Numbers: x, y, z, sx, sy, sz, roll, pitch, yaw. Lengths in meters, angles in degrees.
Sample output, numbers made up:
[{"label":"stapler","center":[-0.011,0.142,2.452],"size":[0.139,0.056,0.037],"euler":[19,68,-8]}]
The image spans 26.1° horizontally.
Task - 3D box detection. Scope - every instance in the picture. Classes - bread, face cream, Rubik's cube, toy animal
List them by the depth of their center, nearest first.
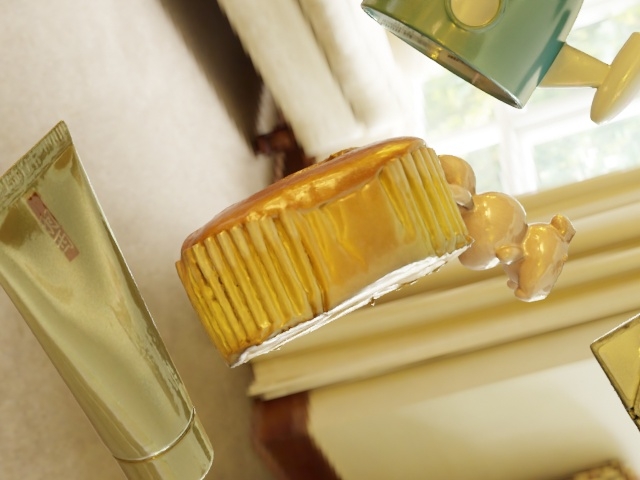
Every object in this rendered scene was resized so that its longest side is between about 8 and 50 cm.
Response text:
[{"label":"face cream","center":[-0.188,0.077,1.167],"size":[0.137,0.084,0.341],"euler":[-52,133,-38]},{"label":"bread","center":[0.000,0.000,1.376],"size":[0.156,0.288,0.204],"euler":[64,-11,5]},{"label":"toy animal","center":[0.208,-0.017,1.732],"size":[0.212,0.124,0.124],"euler":[34,27,-7]},{"label":"Rubik's cube","center":[0.482,0.167,1.750],"size":[0.205,0.207,0.205],"euler":[61,12,10]}]

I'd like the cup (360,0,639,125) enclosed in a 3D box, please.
[{"label":"cup","center":[0.142,-0.218,1.102],"size":[0.299,0.173,0.167],"euler":[33,5,0]}]
